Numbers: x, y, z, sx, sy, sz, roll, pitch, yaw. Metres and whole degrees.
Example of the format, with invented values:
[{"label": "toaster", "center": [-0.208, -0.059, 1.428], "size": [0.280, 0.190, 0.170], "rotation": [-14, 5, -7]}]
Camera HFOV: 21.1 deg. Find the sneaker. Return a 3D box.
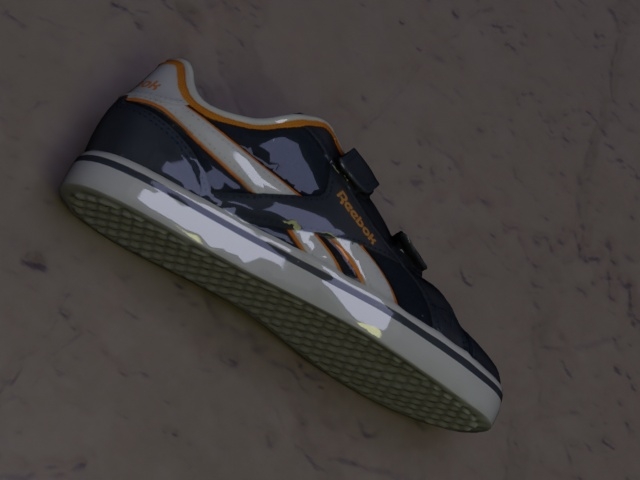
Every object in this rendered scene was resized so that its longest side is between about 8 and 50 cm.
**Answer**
[{"label": "sneaker", "center": [0.000, 0.000, 1.107], "size": [0.321, 0.126, 0.127], "rotation": [33, 68, -13]}]
